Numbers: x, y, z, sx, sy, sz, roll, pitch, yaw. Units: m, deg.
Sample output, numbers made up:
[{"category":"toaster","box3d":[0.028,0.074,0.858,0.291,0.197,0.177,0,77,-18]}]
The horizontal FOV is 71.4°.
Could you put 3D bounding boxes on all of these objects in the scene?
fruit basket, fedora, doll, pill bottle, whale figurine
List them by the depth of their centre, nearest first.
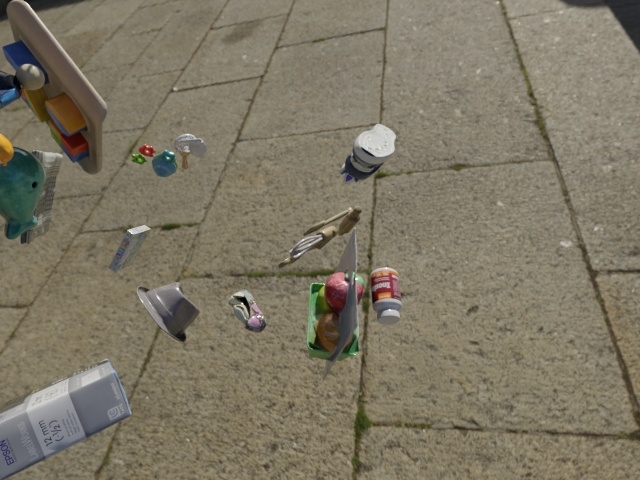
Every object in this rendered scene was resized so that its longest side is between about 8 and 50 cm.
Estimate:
[{"category":"doll","box3d":[-0.495,-0.208,0.639,0.189,0.046,0.129,-32,55,-17]},{"category":"whale figurine","box3d":[-0.848,-0.127,1.250,0.141,0.271,0.216,14,32,10]},{"category":"fruit basket","box3d":[0.066,0.194,1.298,0.166,0.353,0.326,14,47,-13]},{"category":"pill bottle","box3d":[0.192,0.163,1.298,0.086,0.086,0.151,-9,55,11]},{"category":"fedora","box3d":[-0.517,0.232,1.575,0.124,0.275,0.243,-36,68,-14]}]

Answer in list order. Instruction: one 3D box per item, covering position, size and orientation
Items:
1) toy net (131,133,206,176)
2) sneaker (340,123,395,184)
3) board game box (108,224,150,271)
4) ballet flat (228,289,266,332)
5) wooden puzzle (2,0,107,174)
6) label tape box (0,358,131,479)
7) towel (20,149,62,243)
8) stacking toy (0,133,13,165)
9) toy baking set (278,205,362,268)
[{"category":"toy net","box3d":[-0.388,-0.236,1.168,0.232,0.122,0.045,-19,47,35]},{"category":"sneaker","box3d":[0.149,-0.266,1.567,0.130,0.236,0.322,35,33,0]},{"category":"board game box","box3d":[-0.643,0.026,1.501,0.026,0.103,0.154,33,104,1]},{"category":"ballet flat","box3d":[-0.240,0.209,1.382,0.076,0.079,0.221,-61,36,9]},{"category":"wooden puzzle","box3d":[-0.671,-0.348,1.114,0.080,0.322,0.348,-40,5,-33]},{"category":"label tape box","box3d":[-0.609,0.388,0.955,0.348,0.115,0.249,-19,3,-29]},{"category":"towel","box3d":[-0.961,-0.154,1.545,0.056,0.311,0.324,8,5,-23]},{"category":"stacking toy","box3d":[-0.621,-0.181,0.748,0.302,0.175,0.165,21,50,22]},{"category":"toy baking set","box3d":[0.005,-0.003,0.940,0.197,0.256,0.030,-34,83,-23]}]
